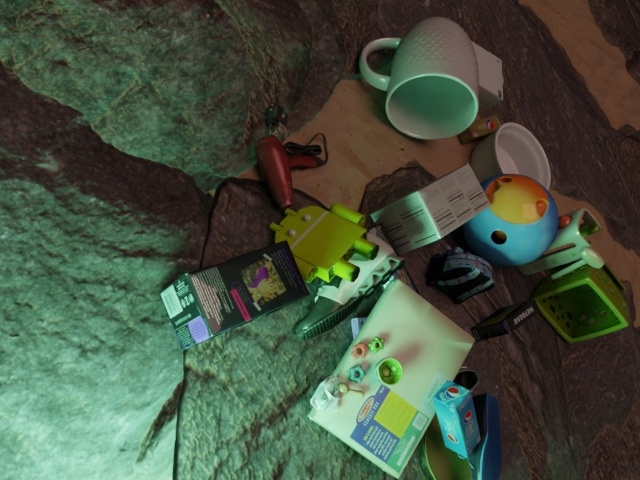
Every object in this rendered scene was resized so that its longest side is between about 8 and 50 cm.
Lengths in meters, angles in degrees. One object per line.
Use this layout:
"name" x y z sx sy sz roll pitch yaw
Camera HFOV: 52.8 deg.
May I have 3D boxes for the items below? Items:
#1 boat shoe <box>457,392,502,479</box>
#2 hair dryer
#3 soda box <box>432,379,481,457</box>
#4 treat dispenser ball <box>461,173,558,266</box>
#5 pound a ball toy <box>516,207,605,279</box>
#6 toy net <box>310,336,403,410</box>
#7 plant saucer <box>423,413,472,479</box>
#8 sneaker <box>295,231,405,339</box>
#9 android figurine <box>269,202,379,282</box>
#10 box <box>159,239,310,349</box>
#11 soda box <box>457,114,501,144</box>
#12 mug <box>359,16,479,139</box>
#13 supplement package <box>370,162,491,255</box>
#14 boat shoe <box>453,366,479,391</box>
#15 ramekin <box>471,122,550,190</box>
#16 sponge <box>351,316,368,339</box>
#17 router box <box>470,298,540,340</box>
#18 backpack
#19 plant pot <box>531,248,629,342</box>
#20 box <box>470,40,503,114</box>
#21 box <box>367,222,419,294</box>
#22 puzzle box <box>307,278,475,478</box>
"boat shoe" 0.430 0.542 1.723 0.109 0.089 0.258 40 49 -29
"hair dryer" -0.070 -0.213 1.700 0.223 0.080 0.294 31 57 -24
"soda box" 0.343 0.448 1.613 0.067 0.071 0.210 -42 132 -28
"treat dispenser ball" 0.580 -0.062 1.982 0.288 0.288 0.288 14 65 -32
"pound a ball toy" 0.744 0.016 2.051 0.136 0.319 0.208 45 53 -14
"toy net" 0.078 0.318 1.512 0.232 0.045 0.122 -23 90 -22
"plant saucer" 0.361 0.564 1.741 0.241 0.037 0.241 13 66 -32
"sneaker" 0.045 0.110 1.618 0.330 0.122 0.146 -39 73 -16
"android figurine" 0.000 0.000 1.594 0.273 0.056 0.248 29 56 27
"box" -0.189 0.118 1.429 0.270 0.165 0.143 -19 83 -40
"soda box" 0.551 -0.384 2.231 0.181 0.061 0.058 -20 84 -39
"mug" 0.305 -0.533 2.005 0.374 0.276 0.328 10 57 0
"supplement package" 0.316 -0.087 1.852 0.262 0.204 0.145 -28 91 -40
"boat shoe" 0.295 0.395 1.717 0.319 0.099 0.116 -6 79 -36
"ramekin" 0.643 -0.248 2.199 0.277 0.135 0.277 14 65 -31
"sponge" 0.179 0.262 1.729 0.210 0.031 0.117 2 72 -35
"router box" 0.561 0.241 1.950 0.179 0.133 0.046 -23 88 -40
"backpack" 0.421 0.093 1.879 0.158 0.173 0.117 33 56 -21
"plant pot" 0.876 0.175 2.155 0.227 0.228 0.207 46 45 -13
"box" 0.536 -0.571 2.256 0.182 0.119 0.181 21 61 -29
"box" 0.186 0.072 1.753 0.233 0.044 0.159 62 20 0
"puzzle box" 0.182 0.337 1.600 0.272 0.052 0.409 39 71 -12
